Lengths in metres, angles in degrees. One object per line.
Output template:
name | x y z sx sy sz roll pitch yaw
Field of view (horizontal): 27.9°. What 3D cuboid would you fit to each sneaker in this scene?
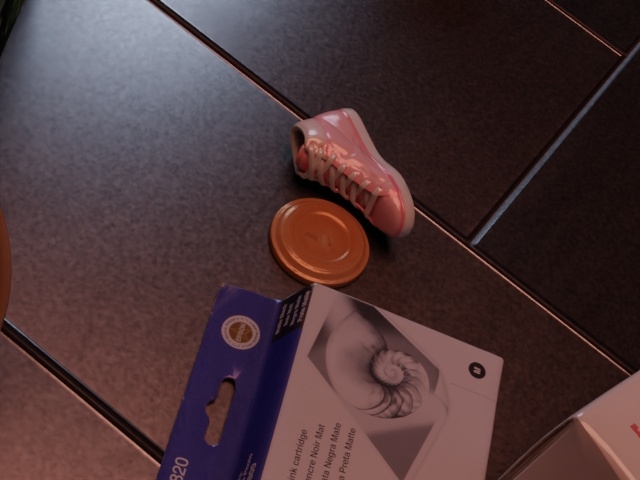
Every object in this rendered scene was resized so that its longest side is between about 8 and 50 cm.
sneaker | 0.019 -0.051 1.052 0.070 0.051 0.134 -11 55 -30

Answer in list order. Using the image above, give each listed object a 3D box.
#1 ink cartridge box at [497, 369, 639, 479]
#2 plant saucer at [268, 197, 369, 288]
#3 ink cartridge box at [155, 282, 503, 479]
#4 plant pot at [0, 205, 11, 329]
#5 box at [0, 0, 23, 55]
ink cartridge box | 0.355 0.191 0.941 0.384 0.160 0.279 -24 68 -33
plant saucer | 0.000 0.000 1.032 0.083 0.013 0.083 10 53 -14
ink cartridge box | 0.011 0.140 0.915 0.224 0.045 0.223 20 52 -7
plant pot | -0.319 0.009 0.808 0.237 0.237 0.110 2 12 -20
box | -0.252 -0.193 0.929 0.058 0.232 0.322 18 52 -8
